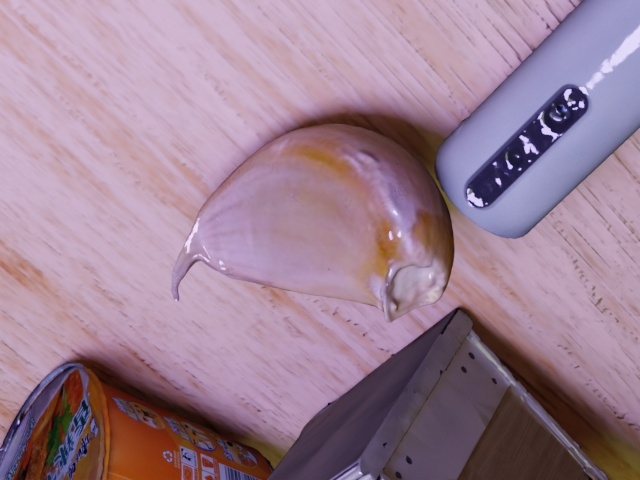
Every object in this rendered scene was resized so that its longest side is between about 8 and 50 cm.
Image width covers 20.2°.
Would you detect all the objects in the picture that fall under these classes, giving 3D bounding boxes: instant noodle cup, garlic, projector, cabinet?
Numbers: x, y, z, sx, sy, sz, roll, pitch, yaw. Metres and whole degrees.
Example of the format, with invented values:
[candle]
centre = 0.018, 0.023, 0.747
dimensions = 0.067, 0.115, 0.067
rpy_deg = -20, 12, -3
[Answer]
[instant noodle cup]
centre = -0.182, 0.285, 1.722
dimensions = 0.214, 0.296, 0.296
rpy_deg = 21, 132, -27
[garlic]
centre = 0.000, -0.012, 1.499
dimensions = 0.245, 0.164, 0.145
rpy_deg = 2, 148, 32
[projector]
centre = 0.228, -0.139, 1.403
dimensions = 0.108, 0.108, 0.337
rpy_deg = 27, 129, -22
[cabinet]
centre = 0.115, 0.292, 1.625
dimensions = 0.318, 0.290, 0.227
rpy_deg = 47, 123, -5
